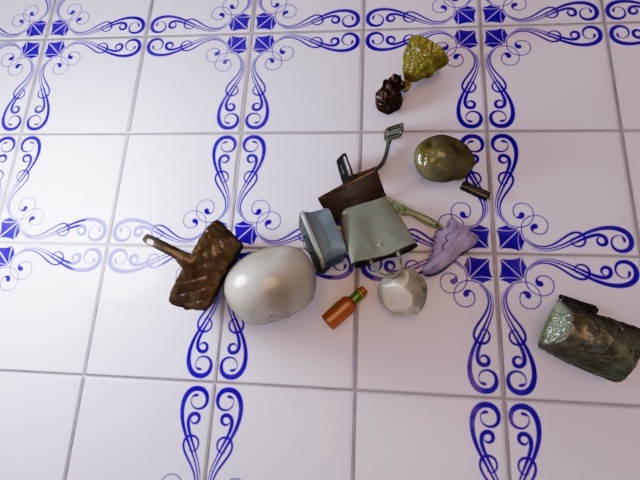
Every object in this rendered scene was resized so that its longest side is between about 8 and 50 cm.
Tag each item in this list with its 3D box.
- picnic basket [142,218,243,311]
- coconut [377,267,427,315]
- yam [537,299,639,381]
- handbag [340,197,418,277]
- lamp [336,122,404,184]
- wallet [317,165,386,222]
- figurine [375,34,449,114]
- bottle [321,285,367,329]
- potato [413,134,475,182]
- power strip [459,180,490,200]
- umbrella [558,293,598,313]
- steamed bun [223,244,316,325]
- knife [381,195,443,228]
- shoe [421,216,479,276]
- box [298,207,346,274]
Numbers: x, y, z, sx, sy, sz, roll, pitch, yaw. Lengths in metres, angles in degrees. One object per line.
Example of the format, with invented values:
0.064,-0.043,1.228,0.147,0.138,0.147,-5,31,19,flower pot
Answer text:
-0.470,0.060,1.515,0.337,0.293,0.337,1,86,-8,picnic basket
0.292,0.177,1.478,0.162,0.161,0.161,-12,69,42,coconut
0.864,0.314,1.386,0.271,0.201,0.203,22,77,18,yam
0.200,-0.006,1.515,0.241,0.109,0.315,-18,45,2,handbag
0.199,-0.328,1.625,0.283,0.203,0.125,-33,93,-8,lamp
0.120,-0.169,1.622,0.243,0.133,0.039,-30,35,1,wallet
0.340,-0.644,1.736,0.187,0.168,0.315,39,90,3,figurine
0.092,0.235,1.540,0.187,0.069,0.069,-40,75,-8,bottle
0.463,-0.304,1.614,0.235,0.160,0.178,12,100,-6,potato
0.584,-0.187,1.625,0.111,0.038,0.029,27,80,13,power strip
0.888,0.223,1.486,0.133,0.031,0.036,19,103,10,umbrella
-0.173,0.132,1.457,0.324,0.324,0.206,-19,105,0,steamed bun
0.330,-0.110,1.638,0.293,0.020,0.043,30,81,13,knife
0.444,0.023,1.555,0.245,0.095,0.138,-37,72,-9,shoe
0.000,0.000,1.570,0.130,0.162,0.227,-18,73,-10,box
